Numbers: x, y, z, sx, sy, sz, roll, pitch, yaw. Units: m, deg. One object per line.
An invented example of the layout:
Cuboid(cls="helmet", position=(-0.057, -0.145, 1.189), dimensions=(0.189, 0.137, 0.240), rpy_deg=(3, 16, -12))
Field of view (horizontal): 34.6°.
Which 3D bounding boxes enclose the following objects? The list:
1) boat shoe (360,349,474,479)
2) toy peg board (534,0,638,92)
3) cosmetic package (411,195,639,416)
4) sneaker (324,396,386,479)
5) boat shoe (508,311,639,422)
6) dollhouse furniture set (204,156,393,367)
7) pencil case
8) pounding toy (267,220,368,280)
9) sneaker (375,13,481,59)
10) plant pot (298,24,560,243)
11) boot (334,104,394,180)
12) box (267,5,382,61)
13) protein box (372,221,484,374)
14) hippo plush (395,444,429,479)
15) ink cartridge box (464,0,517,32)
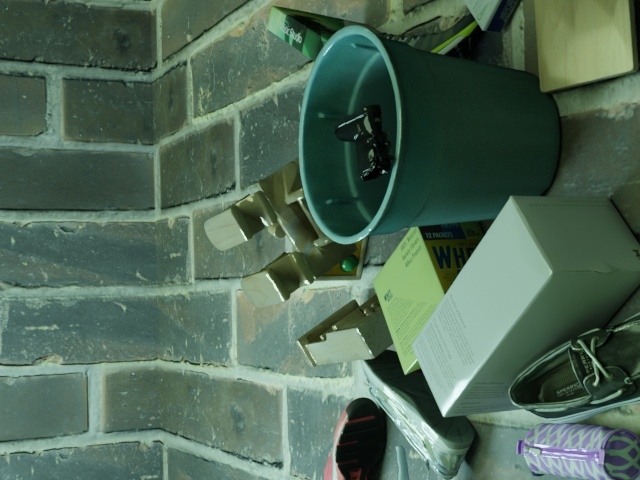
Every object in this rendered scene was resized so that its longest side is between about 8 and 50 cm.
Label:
Cuboid(cls="boat shoe", position=(0.172, 0.320, 1.962), dimensions=(0.320, 0.118, 0.103), rpy_deg=(43, 128, 45))
Cuboid(cls="toy peg board", position=(0.413, -0.312, 1.538), dimensions=(0.160, 0.079, 0.161), rpy_deg=(-8, 83, 47))
Cuboid(cls="cosmetic package", position=(0.315, 0.108, 1.582), dimensions=(0.365, 0.197, 0.155), rpy_deg=(-63, 38, 40))
Cuboid(cls="sneaker", position=(0.051, 0.472, 2.200), dimensions=(0.136, 0.116, 0.314), rpy_deg=(-147, 60, -61))
Cuboid(cls="boat shoe", position=(0.405, 0.187, 1.468), dimensions=(0.335, 0.119, 0.121), rpy_deg=(-45, 49, 45))
Cuboid(cls="dollhouse furniture set", position=(0.002, 0.036, 2.054), dimensions=(0.394, 0.362, 0.256), rpy_deg=(59, 151, -6))
Cuboid(cls="pencil case", position=(0.390, 0.318, 1.551), dimensions=(0.206, 0.088, 0.086), rpy_deg=(-17, 61, 61))
Cuboid(cls="pounding toy", position=(-0.004, -0.009, 2.203), dimensions=(0.094, 0.206, 0.181), rpy_deg=(41, 126, 56))
Cuboid(cls="sneaker", position=(0.150, -0.332, 1.832), dimensions=(0.121, 0.300, 0.111), rpy_deg=(61, -179, 14))
Cuboid(cls="plant pot", position=(0.185, -0.163, 1.685), dimensions=(0.341, 0.334, 0.341), rpy_deg=(-2, 88, 63))
Cuboid(cls="boot", position=(0.063, -0.137, 1.513), dimensions=(0.121, 0.045, 0.099), rpy_deg=(-26, 70, 60))
Cuboid(cls="box", position=(0.057, -0.390, 2.052), dimensions=(0.322, 0.232, 0.058), rpy_deg=(43, 124, 55))
Cuboid(cls="protein box", position=(0.217, 0.101, 1.840), dimensions=(0.200, 0.136, 0.201), rpy_deg=(-59, 41, 47))
Cuboid(cls="hippo plush", position=(0.133, 0.568, 1.829), dimensions=(0.234, 0.236, 0.294), rpy_deg=(9, 117, 67))
Cuboid(cls="ink cartridge box", position=(0.300, -0.513, 1.773), dimensions=(0.223, 0.045, 0.224), rpy_deg=(-65, 35, 40))
